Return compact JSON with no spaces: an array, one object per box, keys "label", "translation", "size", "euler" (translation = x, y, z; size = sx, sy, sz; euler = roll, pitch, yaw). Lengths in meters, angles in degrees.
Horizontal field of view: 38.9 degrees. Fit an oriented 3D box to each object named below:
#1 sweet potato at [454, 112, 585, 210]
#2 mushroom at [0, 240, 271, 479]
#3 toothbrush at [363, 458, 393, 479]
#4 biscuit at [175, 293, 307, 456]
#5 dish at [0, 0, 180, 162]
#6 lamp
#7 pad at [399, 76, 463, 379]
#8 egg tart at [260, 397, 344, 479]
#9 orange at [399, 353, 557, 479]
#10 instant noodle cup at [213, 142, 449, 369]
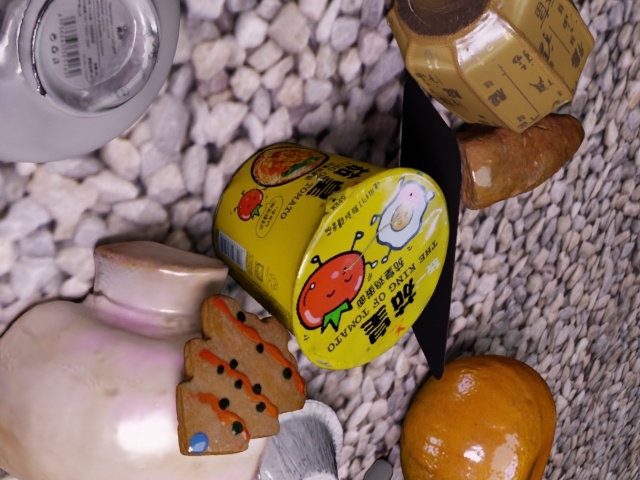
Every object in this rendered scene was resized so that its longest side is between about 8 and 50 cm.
[{"label":"sweet potato","translation":[0.225,-0.103,1.027],"size":[0.251,0.097,0.097],"euler":[-24,129,-43]},{"label":"mushroom","translation":[-0.148,0.131,0.698],"size":[0.173,0.162,0.236],"euler":[-7,116,-47]},{"label":"toothbrush","translation":[-0.007,0.393,1.123],"size":[0.297,0.030,0.031],"euler":[-48,150,-16]},{"label":"biscuit","translation":[-0.061,0.108,0.671],"size":[0.119,0.019,0.130],"euler":[48,52,-18]},{"label":"dish","translation":[-0.170,-0.136,0.568],"size":[0.227,0.086,0.237],"euler":[11,104,-50]},{"label":"lamp","translation":[0.158,-0.193,0.837],"size":[0.185,0.161,0.161],"euler":[23,96,-51]},{"label":"pad","translation":[0.101,-0.010,0.888],"size":[0.004,0.181,0.267],"euler":[-7,124,-10]},{"label":"egg tart","translation":[-0.050,0.272,0.950],"size":[0.234,0.094,0.234],"euler":[-29,133,-36]},{"label":"orange","translation":[0.194,0.255,1.142],"size":[0.240,0.171,0.240],"euler":[-39,139,-45]},{"label":"instant noodle cup","translation":[0.000,0.000,0.793],"size":[0.182,0.144,0.182],"euler":[-25,129,-35]}]
